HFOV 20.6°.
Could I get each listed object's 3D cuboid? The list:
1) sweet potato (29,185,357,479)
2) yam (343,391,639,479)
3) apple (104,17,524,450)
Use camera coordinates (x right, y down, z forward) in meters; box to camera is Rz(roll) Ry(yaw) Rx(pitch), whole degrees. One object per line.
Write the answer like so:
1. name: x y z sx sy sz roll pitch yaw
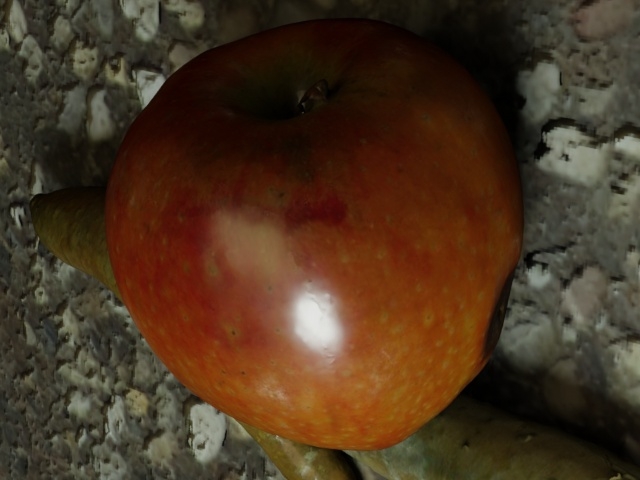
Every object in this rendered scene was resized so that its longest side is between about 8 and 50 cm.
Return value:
1. sweet potato: -0.084 0.041 1.141 0.346 0.079 0.108 44 157 29
2. yam: 0.125 0.138 0.945 0.317 0.067 0.071 23 90 40
3. apple: 0.000 0.000 0.944 0.230 0.230 0.230 14 110 44
